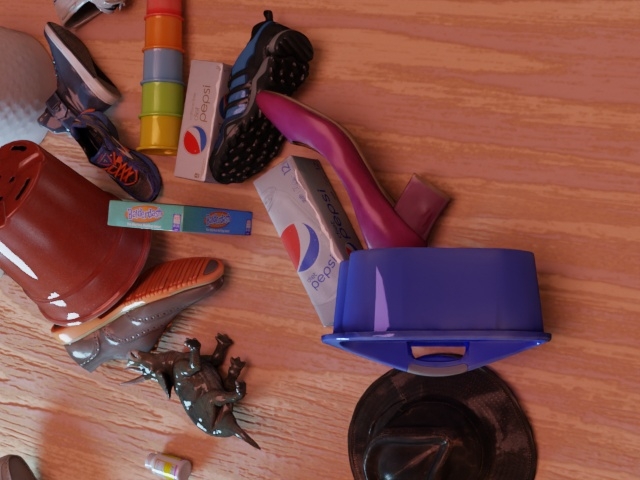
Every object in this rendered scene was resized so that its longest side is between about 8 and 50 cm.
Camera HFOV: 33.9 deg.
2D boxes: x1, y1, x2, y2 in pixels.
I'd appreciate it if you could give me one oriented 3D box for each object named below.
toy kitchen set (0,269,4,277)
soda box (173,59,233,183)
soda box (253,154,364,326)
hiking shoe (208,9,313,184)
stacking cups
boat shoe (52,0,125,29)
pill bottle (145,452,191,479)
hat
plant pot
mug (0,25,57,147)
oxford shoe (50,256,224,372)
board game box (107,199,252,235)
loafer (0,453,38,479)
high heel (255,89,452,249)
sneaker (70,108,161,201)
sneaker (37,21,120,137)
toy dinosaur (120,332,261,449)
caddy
[{"bbox_3d":[-0.724,-0.039,2.196,0.207,0.166,0.122,24,104,-10],"label":"toy kitchen set"},{"bbox_3d":[-0.203,-0.214,1.905,0.074,0.069,0.216,11,94,29],"label":"soda box"},{"bbox_3d":[0.000,0.000,1.771,0.091,0.098,0.286,-33,74,25],"label":"soda box"},{"bbox_3d":[-0.116,-0.243,1.853,0.304,0.113,0.132,-61,40,15],"label":"hiking shoe"},{"bbox_3d":[-0.285,-0.318,1.949,0.096,0.096,0.316,1,85,29],"label":"stacking cups"},{"bbox_3d":[-0.411,-0.479,2.013,0.267,0.096,0.088,-16,85,29],"label":"boat shoe"},{"bbox_3d":[-0.284,0.419,1.949,0.083,0.043,0.043,10,94,29],"label":"pill bottle"},{"bbox_3d":[0.162,0.337,1.654,0.331,0.134,0.331,-1,88,30],"label":"hat"},{"bbox_3d":[-0.492,-0.027,1.892,0.272,0.265,0.272,-18,49,23],"label":"plant pot"},{"bbox_3d":[-0.737,-0.256,2.054,0.276,0.328,0.374,12,95,29],"label":"mug"},{"bbox_3d":[-0.318,0.138,1.954,0.364,0.130,0.132,-22,110,20],"label":"oxford shoe"},{"bbox_3d":[-0.243,-0.039,1.842,0.160,0.210,0.047,5,92,28],"label":"board game box"},{"bbox_3d":[-0.537,0.555,2.056,0.111,0.112,0.319,-34,81,19],"label":"loafer"},{"bbox_3d":[0.017,-0.093,1.720,0.377,0.127,0.181,34,95,14],"label":"high heel"},{"bbox_3d":[-0.394,-0.151,1.982,0.221,0.087,0.083,43,111,2],"label":"sneaker"},{"bbox_3d":[-0.514,-0.308,2.069,0.163,0.086,0.226,-44,71,18],"label":"sneaker"},{"bbox_3d":[-0.203,0.272,1.886,0.313,0.121,0.160,40,119,19],"label":"toy dinosaur"},{"bbox_3d":[0.171,0.112,1.560,0.341,0.241,0.179,0,83,-6],"label":"caddy"}]
